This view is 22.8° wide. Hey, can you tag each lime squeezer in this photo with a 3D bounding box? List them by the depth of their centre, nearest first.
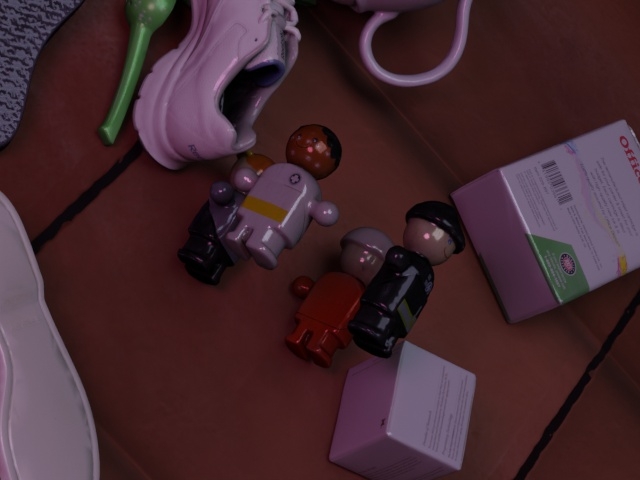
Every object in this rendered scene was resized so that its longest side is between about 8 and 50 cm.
[{"bbox_3d":[-0.119,-0.215,1.523,0.310,0.059,0.110,-40,95,-38],"label":"lime squeezer"}]

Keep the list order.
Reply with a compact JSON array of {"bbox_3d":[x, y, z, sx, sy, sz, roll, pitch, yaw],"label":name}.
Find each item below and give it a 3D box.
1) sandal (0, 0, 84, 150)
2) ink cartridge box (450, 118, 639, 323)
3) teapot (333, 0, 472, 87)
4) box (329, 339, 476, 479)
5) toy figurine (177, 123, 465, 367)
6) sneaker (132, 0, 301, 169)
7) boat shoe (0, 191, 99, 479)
[{"bbox_3d":[-0.278,-0.192,1.419,0.097,0.054,0.255,28,68,-13],"label":"sandal"},{"bbox_3d":[0.264,-0.022,1.680,0.212,0.093,0.154,-22,86,-36],"label":"ink cartridge box"},{"bbox_3d":[0.041,-0.316,1.590,0.187,0.252,0.256,-37,55,-1],"label":"teapot"},{"bbox_3d":[0.076,0.165,1.475,0.087,0.101,0.102,26,58,-23],"label":"box"},{"bbox_3d":[0.000,0.000,1.420,0.209,0.213,0.148,37,70,-12],"label":"toy figurine"},{"bbox_3d":[-0.065,-0.201,1.463,0.111,0.129,0.297,25,77,-45],"label":"sneaker"},{"bbox_3d":[-0.266,0.116,1.280,0.116,0.099,0.320,-5,77,-62],"label":"boat shoe"}]
